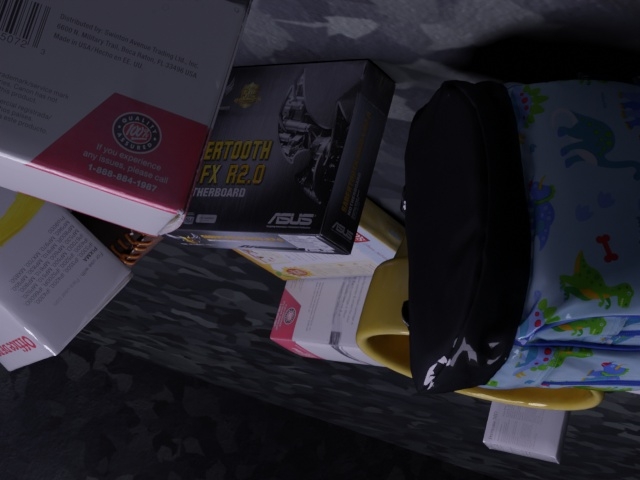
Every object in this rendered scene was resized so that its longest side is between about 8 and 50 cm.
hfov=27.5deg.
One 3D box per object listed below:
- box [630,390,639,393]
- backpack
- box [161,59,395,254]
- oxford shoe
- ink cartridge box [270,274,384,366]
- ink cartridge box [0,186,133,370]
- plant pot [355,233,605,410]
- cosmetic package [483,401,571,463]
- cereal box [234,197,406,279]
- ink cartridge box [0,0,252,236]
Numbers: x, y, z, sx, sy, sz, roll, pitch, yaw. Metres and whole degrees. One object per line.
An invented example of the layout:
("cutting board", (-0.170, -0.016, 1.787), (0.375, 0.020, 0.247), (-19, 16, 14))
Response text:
("box", (0.266, 0.074, 1.551), (0.322, 0.058, 0.232), (10, 142, 1))
("backpack", (0.275, -0.001, 1.124), (0.356, 0.290, 0.273), (14, 151, -20))
("box", (-0.051, -0.082, 1.301), (0.231, 0.183, 0.056), (3, 162, 39))
("oxford shoe", (-0.236, -0.024, 1.773), (0.130, 0.132, 0.364), (24, 162, -28))
("ink cartridge box", (0.056, 0.088, 1.836), (0.218, 0.158, 0.092), (2, 158, 41))
("ink cartridge box", (-0.469, -0.015, 1.729), (0.385, 0.160, 0.279), (44, 155, -13))
("plant pot", (0.186, 0.025, 1.337), (0.254, 0.239, 0.254), (15, 165, 4))
("cosmetic package", (0.290, 0.165, 1.725), (0.099, 0.239, 0.060), (11, 165, 18))
("cereal box", (0.000, 0.000, 1.746), (0.240, 0.047, 0.173), (-5, 154, 35))
("ink cartridge box", (-0.155, -0.171, 0.909), (0.207, 0.283, 0.117), (19, 168, -11))
